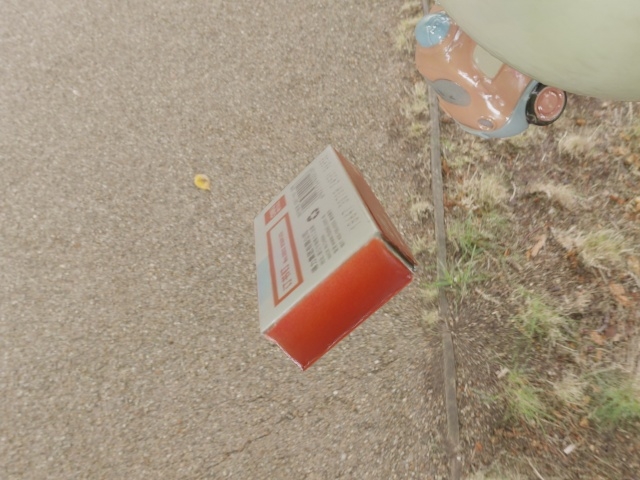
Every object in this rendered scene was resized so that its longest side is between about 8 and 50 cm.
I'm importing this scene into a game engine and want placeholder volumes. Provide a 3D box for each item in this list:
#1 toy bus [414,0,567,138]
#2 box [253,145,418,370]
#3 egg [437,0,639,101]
[{"bbox_3d":[0.265,-0.311,0.776,0.287,0.232,0.194,-59,29,12],"label":"toy bus"},{"bbox_3d":[0.000,0.000,0.473,0.123,0.229,0.050,-43,115,12],"label":"box"},{"bbox_3d":[0.229,-0.198,0.360,0.337,0.337,0.200,-14,104,11],"label":"egg"}]
